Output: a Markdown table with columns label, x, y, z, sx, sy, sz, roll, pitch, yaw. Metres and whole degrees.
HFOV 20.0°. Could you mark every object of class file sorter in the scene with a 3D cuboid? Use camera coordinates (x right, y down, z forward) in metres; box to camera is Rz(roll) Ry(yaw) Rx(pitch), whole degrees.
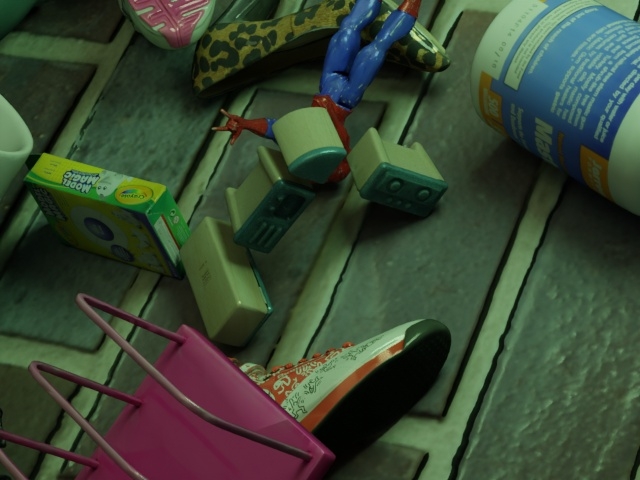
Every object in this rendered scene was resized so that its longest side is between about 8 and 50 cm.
| label | x | y | z | sx | sy | sz | roll | pitch | yaw |
| --- | --- | --- | --- | --- | --- | --- | --- | --- | --- |
| file sorter | -0.178 | 0.217 | 1.471 | 0.202 | 0.182 | 0.291 | 38 | 96 | 38 |

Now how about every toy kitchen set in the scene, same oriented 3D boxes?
| label | x | y | z | sx | sy | sz | roll | pitch | yaw |
| --- | --- | --- | --- | --- | --- | --- | --- | --- | --- |
| toy kitchen set | 0.000 | 0.000 | 1.710 | 0.207 | 0.166 | 0.122 | -51 | 41 | 29 |

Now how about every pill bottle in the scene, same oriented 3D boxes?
| label | x | y | z | sx | sy | sz | roll | pitch | yaw |
| --- | --- | --- | --- | --- | --- | --- | --- | --- | --- |
| pill bottle | 0.277 | -0.113 | 1.627 | 0.152 | 0.152 | 0.272 | -43 | 51 | -13 |

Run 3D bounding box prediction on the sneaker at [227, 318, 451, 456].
| label | x | y | z | sx | sy | sz | roll | pitch | yaw |
| --- | --- | --- | --- | --- | --- | --- | --- | --- | --- |
| sneaker | -0.025 | 0.130 | 1.598 | 0.270 | 0.090 | 0.145 | -41 | 53 | -8 |

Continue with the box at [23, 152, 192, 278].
| label | x | y | z | sx | sy | sz | roll | pitch | yaw |
| --- | --- | --- | --- | --- | --- | --- | --- | --- | --- |
| box | -0.214 | -0.027 | 1.785 | 0.179 | 0.105 | 0.043 | 17 | 59 | 32 |

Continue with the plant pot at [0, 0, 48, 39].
| label | x | y | z | sx | sy | sz | roll | pitch | yaw |
| --- | --- | --- | --- | --- | --- | --- | --- | --- | --- |
| plant pot | -0.406 | -0.331 | 2.009 | 0.196 | 0.293 | 0.293 | -14 | 44 | -25 |

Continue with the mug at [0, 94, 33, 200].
| label | x | y | z | sx | sy | sz | roll | pitch | yaw |
| --- | --- | --- | --- | --- | --- | --- | --- | --- | --- |
| mug | -0.468 | -0.013 | 1.723 | 0.328 | 0.276 | 0.374 | -54 | 27 | 12 |

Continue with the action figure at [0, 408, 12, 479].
| label | x | y | z | sx | sy | sz | roll | pitch | yaw |
| --- | --- | --- | --- | --- | --- | --- | --- | --- | --- |
| action figure | -0.415 | 0.229 | 1.646 | 0.275 | 0.141 | 0.164 | -18 | 61 | 6 |

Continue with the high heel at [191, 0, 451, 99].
| label | x | y | z | sx | sy | sz | roll | pitch | yaw |
| --- | --- | --- | --- | --- | --- | --- | --- | --- | --- |
| high heel | -0.005 | -0.176 | 1.847 | 0.261 | 0.093 | 0.186 | 33 | 85 | 31 |

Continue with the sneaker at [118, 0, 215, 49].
| label | x | y | z | sx | sy | sz | roll | pitch | yaw |
| --- | --- | --- | --- | --- | --- | --- | --- | --- | --- |
| sneaker | -0.165 | -0.266 | 1.943 | 0.103 | 0.111 | 0.252 | -10 | 39 | -7 |

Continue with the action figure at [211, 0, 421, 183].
| label | x | y | z | sx | sy | sz | roll | pitch | yaw |
| --- | --- | --- | --- | --- | --- | --- | --- | --- | --- |
| action figure | 0.003 | -0.160 | 1.730 | 0.091 | 0.139 | 0.280 | 29 | 101 | 34 |
